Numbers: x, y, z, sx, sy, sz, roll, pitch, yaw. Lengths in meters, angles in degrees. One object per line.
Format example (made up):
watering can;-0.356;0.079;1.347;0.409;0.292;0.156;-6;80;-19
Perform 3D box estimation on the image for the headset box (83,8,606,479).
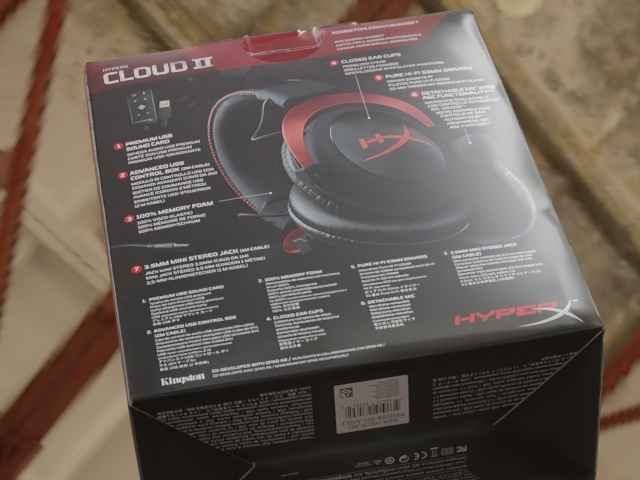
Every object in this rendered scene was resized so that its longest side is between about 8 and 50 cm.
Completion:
headset box;0.000;0.000;0.976;0.218;0.293;0.110;-9;-49;-6
